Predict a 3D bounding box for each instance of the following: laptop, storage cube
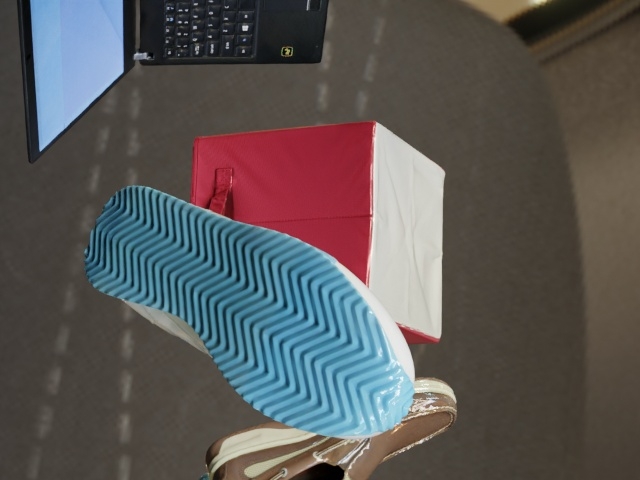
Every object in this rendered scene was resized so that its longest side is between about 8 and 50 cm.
[{"bbox_3d":[-0.111,-0.194,1.227,0.234,0.264,0.136,98,-13,-48],"label":"laptop"},{"bbox_3d":[0.000,0.000,1.451,0.193,0.215,0.183,-3,-104,26],"label":"storage cube"}]

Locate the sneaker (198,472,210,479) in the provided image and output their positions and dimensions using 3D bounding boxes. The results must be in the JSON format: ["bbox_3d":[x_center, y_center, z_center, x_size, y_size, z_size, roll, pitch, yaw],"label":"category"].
[{"bbox_3d":[-0.035,0.420,1.828,0.127,0.208,0.319,-4,-87,44],"label":"sneaker"}]

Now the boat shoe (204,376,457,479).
[{"bbox_3d":[0.021,0.218,1.474,0.095,0.257,0.095,78,-8,-52],"label":"boat shoe"}]

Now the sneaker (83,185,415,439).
[{"bbox_3d":[-0.026,0.037,0.803,0.229,0.092,0.087,31,-86,41],"label":"sneaker"}]
